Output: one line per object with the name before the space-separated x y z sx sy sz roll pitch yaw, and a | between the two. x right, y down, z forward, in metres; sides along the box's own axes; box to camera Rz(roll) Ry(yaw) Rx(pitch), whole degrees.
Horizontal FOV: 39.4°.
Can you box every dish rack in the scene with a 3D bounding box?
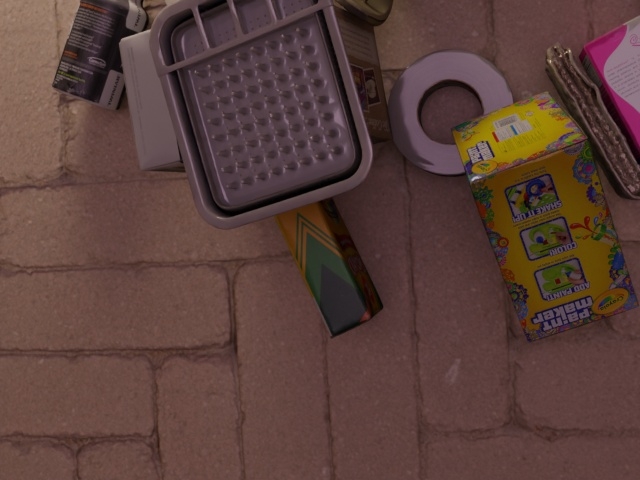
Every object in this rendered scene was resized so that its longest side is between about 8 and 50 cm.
dish rack | -0.076 -0.202 1.250 0.286 0.072 0.332 -17 87 23

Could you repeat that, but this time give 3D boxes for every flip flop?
flip flop | 0.106 -0.450 1.502 0.112 0.277 0.080 37 137 3

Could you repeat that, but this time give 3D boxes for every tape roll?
tape roll | 0.230 -0.222 1.572 0.219 0.072 0.219 0 92 10

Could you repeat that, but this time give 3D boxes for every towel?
towel | 0.454 -0.193 1.473 0.049 0.187 0.282 -29 87 14

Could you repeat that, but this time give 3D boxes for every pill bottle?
pill bottle | -0.399 -0.375 1.659 0.131 0.130 0.245 21 96 10

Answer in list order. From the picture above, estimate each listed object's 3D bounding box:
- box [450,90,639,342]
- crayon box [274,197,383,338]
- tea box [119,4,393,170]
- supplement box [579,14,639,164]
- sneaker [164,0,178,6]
box | 0.344 -0.046 1.403 0.177 0.290 0.279 -20 110 10
crayon box | 0.000 0.000 1.555 0.081 0.202 0.318 -26 87 10
tea box | -0.093 -0.243 1.474 0.324 0.329 0.219 -9 89 23
supplement box | 0.535 -0.249 1.493 0.111 0.114 0.220 -27 88 11
sneaker | -0.219 -0.511 1.621 0.148 0.131 0.350 -24 86 15
